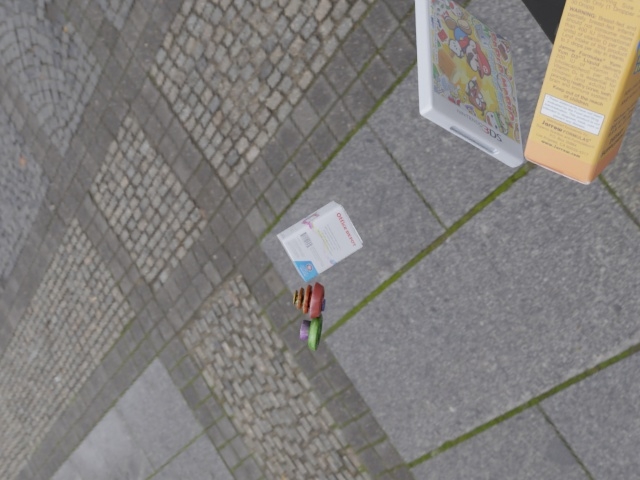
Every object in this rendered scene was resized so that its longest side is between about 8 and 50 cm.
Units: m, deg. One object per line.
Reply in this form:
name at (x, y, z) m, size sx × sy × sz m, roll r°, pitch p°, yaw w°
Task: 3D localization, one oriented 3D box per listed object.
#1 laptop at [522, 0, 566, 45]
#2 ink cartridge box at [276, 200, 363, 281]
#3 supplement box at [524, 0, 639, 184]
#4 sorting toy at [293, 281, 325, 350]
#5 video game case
laptop at (0.535, -0.635, 1.435) m, size 0.408 × 0.236 × 0.382 m, roll 63°, pitch 178°, yaw 18°
ink cartridge box at (0.000, 0.000, 1.267) m, size 0.088 × 0.122 × 0.052 m, roll 61°, pitch 174°, yaw -18°
supplement box at (0.264, -0.173, 0.673) m, size 0.080 × 0.078 × 0.233 m, roll 29°, pitch 138°, yaw 29°
sorting toy at (-0.018, 0.096, 0.963) m, size 0.042 × 0.061 × 0.102 m, roll 8°, pitch 121°, yaw 7°
video game case at (0.219, -0.242, 1.057) m, size 0.026 × 0.206 × 0.227 m, roll -26°, pitch 53°, yaw 44°
